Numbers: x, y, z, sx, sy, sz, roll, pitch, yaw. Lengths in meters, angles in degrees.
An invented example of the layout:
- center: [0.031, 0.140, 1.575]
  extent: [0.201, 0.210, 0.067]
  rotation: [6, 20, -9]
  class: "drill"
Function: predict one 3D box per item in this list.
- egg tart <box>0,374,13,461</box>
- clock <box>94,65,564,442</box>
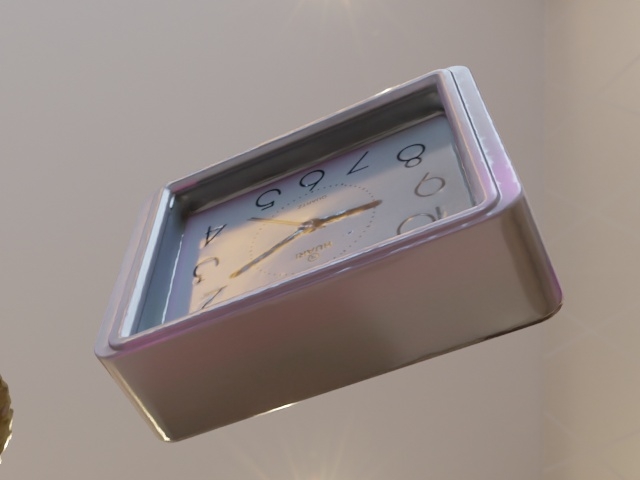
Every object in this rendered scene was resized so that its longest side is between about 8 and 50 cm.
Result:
- center: [-0.309, 0.131, 0.535]
  extent: [0.294, 0.123, 0.294]
  rotation: [16, -90, -70]
  class: "egg tart"
- center: [0.000, 0.000, 0.389]
  extent: [0.197, 0.150, 0.063]
  rotation: [-20, -58, 13]
  class: "clock"
